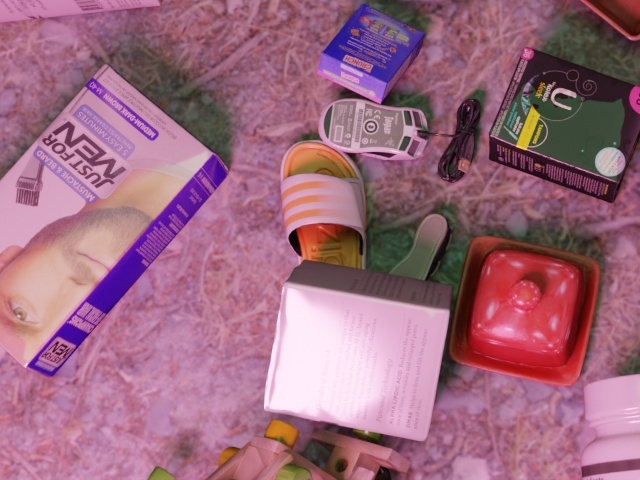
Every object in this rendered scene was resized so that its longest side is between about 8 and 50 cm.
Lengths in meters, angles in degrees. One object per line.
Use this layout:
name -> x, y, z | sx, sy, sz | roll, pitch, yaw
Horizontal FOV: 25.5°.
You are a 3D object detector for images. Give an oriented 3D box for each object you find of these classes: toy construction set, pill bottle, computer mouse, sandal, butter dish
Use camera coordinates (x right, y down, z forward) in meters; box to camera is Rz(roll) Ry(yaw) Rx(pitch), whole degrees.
toy construction set -> -0.005, 0.269, 1.521 | 0.257, 0.309, 0.237 | 38, 72, -13
pill bottle -> 0.368, 0.291, 1.528 | 0.161, 0.161, 0.283 | -5, 76, 6
computer mouse -> 0.094, -0.133, 1.726 | 0.193, 0.042, 0.106 | 9, 83, 3
sandal -> 0.011, -0.001, 1.685 | 0.102, 0.076, 0.265 | -10, 76, 5
butter dish -> 0.233, 0.072, 1.619 | 0.160, 0.118, 0.160 | 12, 79, 9

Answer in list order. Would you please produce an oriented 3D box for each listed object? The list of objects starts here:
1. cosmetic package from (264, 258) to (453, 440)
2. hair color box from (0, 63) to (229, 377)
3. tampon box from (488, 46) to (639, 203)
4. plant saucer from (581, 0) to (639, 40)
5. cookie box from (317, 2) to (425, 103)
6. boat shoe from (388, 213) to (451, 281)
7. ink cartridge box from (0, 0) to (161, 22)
cosmetic package -> 0.046, 0.118, 1.589 | 0.184, 0.151, 0.151 | 10, 99, 6
hair color box -> -0.294, -0.023, 1.715 | 0.185, 0.110, 0.339 | 39, 86, 13
tampon box -> 0.293, -0.134, 1.667 | 0.161, 0.101, 0.120 | 21, 81, 11
plant saucer -> 0.374, -0.406, 1.749 | 0.258, 0.048, 0.259 | 42, 86, 14
cookie box -> 0.062, -0.229, 1.729 | 0.092, 0.040, 0.107 | 28, 54, 12
boat shoe -> 0.117, 0.029, 1.685 | 0.046, 0.038, 0.125 | 21, 79, 31
ink cartridge box -> -0.352, -0.362, 1.752 | 0.273, 0.198, 0.114 | -5, 76, 6
